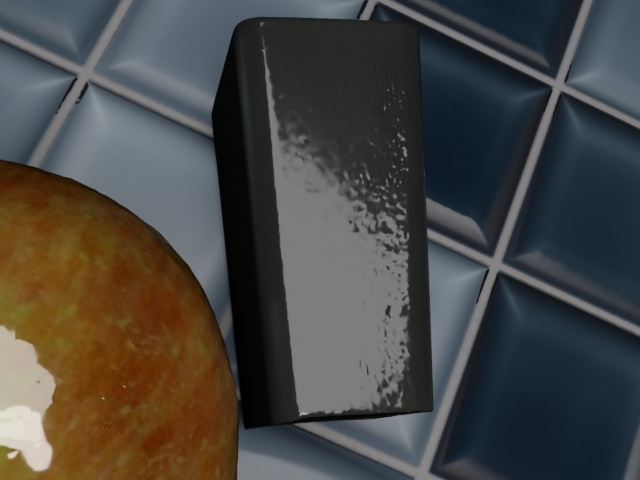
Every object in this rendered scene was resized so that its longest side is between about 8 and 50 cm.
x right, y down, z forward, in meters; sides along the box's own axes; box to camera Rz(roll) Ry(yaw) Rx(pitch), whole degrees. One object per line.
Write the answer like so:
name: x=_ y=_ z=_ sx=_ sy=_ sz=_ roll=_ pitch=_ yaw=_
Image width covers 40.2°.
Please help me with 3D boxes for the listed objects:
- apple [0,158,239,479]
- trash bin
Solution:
apple: x=-0.181 y=0.114 z=0.451 sx=0.277 sy=0.250 sz=0.309 roll=37 pitch=91 yaw=-16
trash bin: x=0.000 y=0.000 z=0.553 sx=0.115 sy=0.165 sz=0.225 roll=-2 pitch=77 yaw=-13
